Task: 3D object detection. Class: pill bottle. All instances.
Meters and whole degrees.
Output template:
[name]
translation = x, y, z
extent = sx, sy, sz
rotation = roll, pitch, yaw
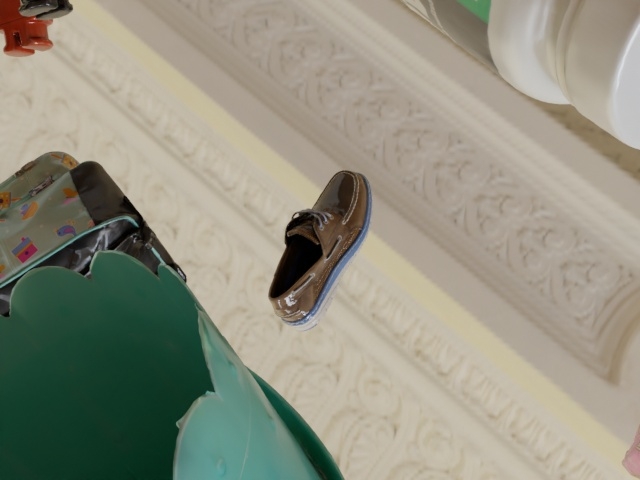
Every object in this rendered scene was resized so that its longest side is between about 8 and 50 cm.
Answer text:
[pill bottle]
translation = 0.172, -0.235, 1.005
extent = 0.204, 0.204, 0.361
rotation = -34, -131, -12

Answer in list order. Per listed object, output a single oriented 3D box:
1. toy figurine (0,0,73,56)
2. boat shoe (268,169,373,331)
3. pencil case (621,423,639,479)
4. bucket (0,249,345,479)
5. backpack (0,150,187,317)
[toy figurine]
translation = -0.344, -0.260, 1.197
extent = 0.209, 0.213, 0.148
rotation = -9, -93, -19
[boat shoe]
translation = 0.000, 0.000, 1.313
extent = 0.066, 0.066, 0.183
rotation = 5, -115, 36
[pencil case]
translation = 0.422, 0.265, 1.025
extent = 0.160, 0.167, 0.386
rotation = -26, -111, -32
[bucket]
translation = -0.120, 0.164, 0.652
extent = 0.281, 0.183, 0.281
rotation = -25, -144, 20
[backpack]
translation = -0.228, 0.033, 1.053
extent = 0.188, 0.166, 0.144
rotation = -39, -124, -7
